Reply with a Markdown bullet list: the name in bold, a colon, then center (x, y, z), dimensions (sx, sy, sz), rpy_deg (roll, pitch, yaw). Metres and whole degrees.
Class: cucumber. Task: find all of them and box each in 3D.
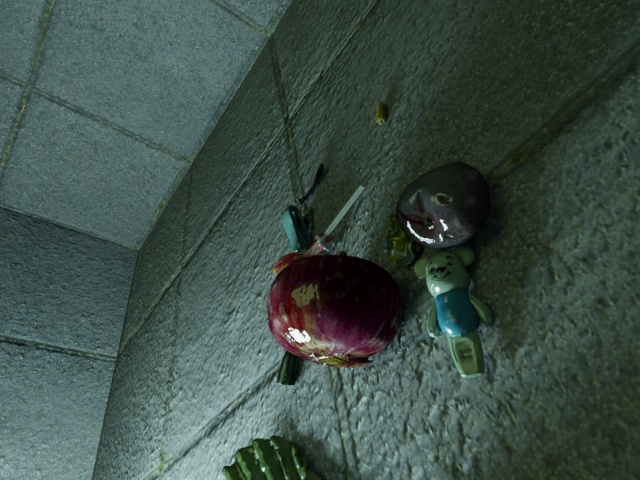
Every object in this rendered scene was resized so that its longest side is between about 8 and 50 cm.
- **cucumber**: center (-0.077, 0.318, 1.089), dimensions (0.048, 0.048, 0.105), rpy_deg (-12, 58, 54)

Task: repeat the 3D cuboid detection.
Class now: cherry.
- **cherry**: center (0.227, -0.064, 0.782), dimensions (0.176, 0.139, 0.176), rpy_deg (-29, 18, 10)

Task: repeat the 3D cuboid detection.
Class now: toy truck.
- **toy truck**: center (0.166, -0.004, 0.892), dimensions (0.076, 0.077, 0.111), rpy_deg (-12, 61, 55)

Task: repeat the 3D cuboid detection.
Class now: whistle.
- **whistle**: center (0.229, 0.113, 0.724), dimensions (0.114, 0.077, 0.235), rpy_deg (-19, 53, 21)

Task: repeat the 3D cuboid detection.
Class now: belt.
- **belt**: center (-0.056, -0.021, 1.268), dimensions (0.065, 0.100, 0.179), rpy_deg (-39, 56, 37)

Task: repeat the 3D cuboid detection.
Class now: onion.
- **onion**: center (0.028, 0.127, 0.868), dimensions (0.230, 0.257, 0.272), rpy_deg (-48, 56, 55)

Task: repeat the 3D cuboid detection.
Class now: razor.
- **razor**: center (-0.026, -0.176, 1.348), dimensions (0.154, 0.028, 0.044), rpy_deg (-58, 40, 17)

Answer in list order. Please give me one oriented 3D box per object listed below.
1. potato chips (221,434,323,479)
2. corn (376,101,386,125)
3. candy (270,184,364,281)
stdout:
- **potato chips**: center (-0.119, 0.634, 0.899), dimensions (0.389, 0.097, 0.372), rpy_deg (-2, 70, 58)
- **corn**: center (0.168, -0.348, 1.165), dimensions (0.027, 0.028, 0.083), rpy_deg (-18, 51, 33)
- **candy**: center (0.000, 0.000, 1.132), dimensions (0.365, 0.124, 0.124), rpy_deg (-53, 33, 10)
